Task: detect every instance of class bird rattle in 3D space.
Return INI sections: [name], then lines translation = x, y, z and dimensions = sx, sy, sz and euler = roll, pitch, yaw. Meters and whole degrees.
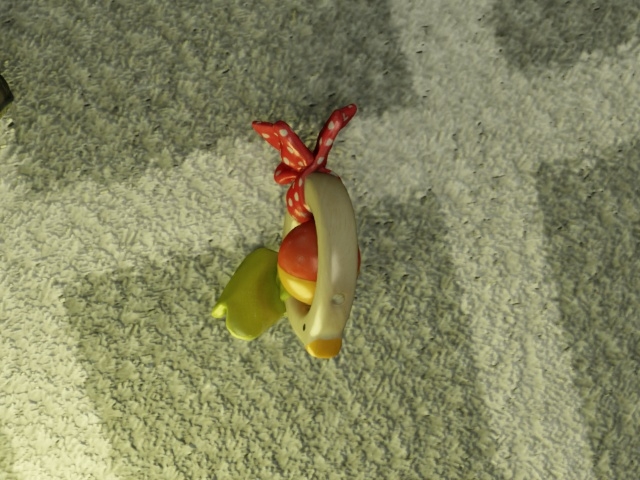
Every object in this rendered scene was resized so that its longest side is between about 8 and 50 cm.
[bird rattle]
translation = 0.000, 0.000, 1.490
dimensions = 0.143, 0.207, 0.253
euler = 8, 115, -23

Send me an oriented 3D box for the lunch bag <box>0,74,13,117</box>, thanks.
[lunch bag]
translation = -0.481, -0.146, 1.418
dimensions = 0.256, 0.212, 0.305
euler = -42, 102, 8
